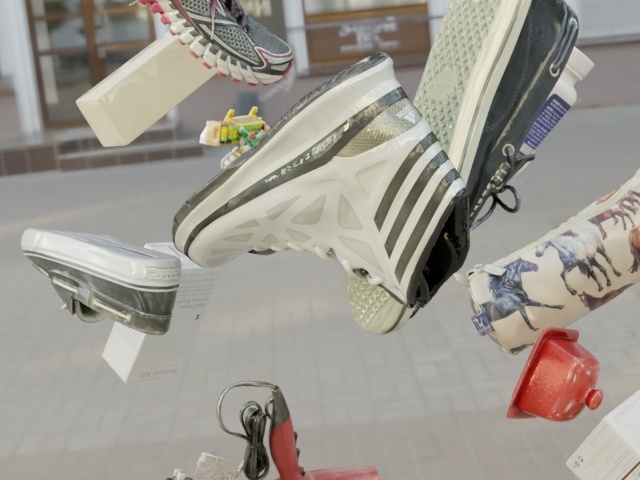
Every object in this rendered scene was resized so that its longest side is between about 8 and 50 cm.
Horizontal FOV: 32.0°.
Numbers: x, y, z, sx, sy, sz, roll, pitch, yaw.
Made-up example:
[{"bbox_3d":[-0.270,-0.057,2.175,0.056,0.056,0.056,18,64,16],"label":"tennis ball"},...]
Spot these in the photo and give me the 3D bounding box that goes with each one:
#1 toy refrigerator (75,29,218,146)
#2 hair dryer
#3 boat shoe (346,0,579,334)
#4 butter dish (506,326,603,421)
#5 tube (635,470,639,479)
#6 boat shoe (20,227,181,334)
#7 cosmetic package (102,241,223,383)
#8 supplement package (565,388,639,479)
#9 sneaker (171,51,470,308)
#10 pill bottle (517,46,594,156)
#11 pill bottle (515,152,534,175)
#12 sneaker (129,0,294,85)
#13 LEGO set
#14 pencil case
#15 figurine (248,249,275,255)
[{"bbox_3d":[-0.315,-0.292,2.070,0.094,0.102,0.269,3,40,49],"label":"toy refrigerator"},{"bbox_3d":[-0.042,0.308,1.464,0.293,0.223,0.080,19,30,-32],"label":"hair dryer"},{"bbox_3d":[0.181,-0.105,1.396,0.156,0.500,0.187,21,3,-29],"label":"boat shoe"},{"bbox_3d":[0.388,0.228,1.755,0.118,0.160,0.160,27,9,32],"label":"butter dish"},{"bbox_3d":[0.379,0.376,1.386,0.052,0.207,0.080,35,19,36],"label":"tube"},{"bbox_3d":[-0.318,0.055,1.534,0.121,0.119,0.335,4,6,-41],"label":"boat shoe"},{"bbox_3d":[-0.258,0.116,1.824,0.117,0.231,0.085,-4,35,-47],"label":"cosmetic package"},{"bbox_3d":[0.565,0.376,1.726,0.177,0.175,0.293,-30,66,-30],"label":"supplement package"},{"bbox_3d":[0.000,0.000,1.284,0.169,0.257,0.447,-35,0,-38],"label":"sneaker"},{"bbox_3d":[0.307,-0.209,1.628,0.112,0.186,0.112,37,13,-10],"label":"pill bottle"},{"bbox_3d":[0.311,-0.169,1.971,0.131,0.131,0.229,-5,-2,3],"label":"pill bottle"},{"bbox_3d":[-0.142,-0.294,1.298,0.112,0.299,0.121,-42,26,20],"label":"sneaker"},{"bbox_3d":[-0.098,-0.128,1.754,0.132,0.107,0.287,-50,-13,-14],"label":"LEGO set"},{"bbox_3d":[0.440,0.031,1.905,0.410,0.183,0.160,-33,31,13],"label":"pencil case"},{"bbox_3d":[-0.099,-0.088,2.204,0.092,0.215,0.209,6,-8,-10],"label":"figurine"}]
